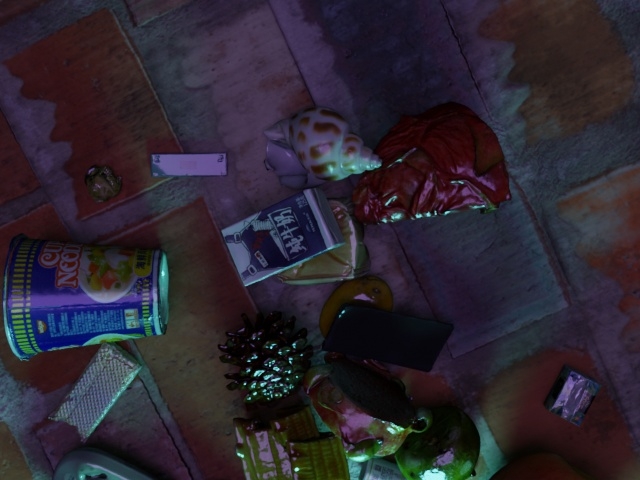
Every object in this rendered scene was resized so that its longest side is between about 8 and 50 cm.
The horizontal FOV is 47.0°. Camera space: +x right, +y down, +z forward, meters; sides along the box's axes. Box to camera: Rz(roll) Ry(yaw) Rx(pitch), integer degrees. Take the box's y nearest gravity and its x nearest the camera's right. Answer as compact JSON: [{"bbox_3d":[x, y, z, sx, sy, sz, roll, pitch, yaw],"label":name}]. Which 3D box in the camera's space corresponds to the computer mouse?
[{"bbox_3d":[-0.478,0.610,1.746,0.331,0.095,0.197,30,106,-6],"label":"computer mouse"}]

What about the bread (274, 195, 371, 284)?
[{"bbox_3d":[-0.002,0.000,1.640,0.210,0.110,0.192,-9,91,15],"label":"bread"}]

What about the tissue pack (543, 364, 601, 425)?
[{"bbox_3d":[0.580,0.358,1.686,0.085,0.079,0.111,26,97,-1],"label":"tissue pack"}]

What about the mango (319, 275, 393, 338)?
[{"bbox_3d":[0.079,0.163,1.673,0.137,0.098,0.195,36,105,-15],"label":"mango"}]

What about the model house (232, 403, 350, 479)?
[{"bbox_3d":[-0.060,0.471,1.663,0.230,0.219,0.199,-11,86,4],"label":"model house"}]

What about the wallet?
[{"bbox_3d":[0.150,0.217,1.645,0.286,0.030,0.146,14,123,-20],"label":"wallet"}]

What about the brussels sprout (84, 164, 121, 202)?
[{"bbox_3d":[-0.503,-0.133,1.683,0.085,0.058,0.085,-1,79,3],"label":"brussels sprout"}]

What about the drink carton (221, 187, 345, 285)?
[{"bbox_3d":[-0.079,-0.008,1.554,0.222,0.102,0.134,-24,89,17],"label":"drink carton"}]

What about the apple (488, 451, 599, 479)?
[{"bbox_3d":[0.509,0.646,1.590,0.364,0.364,0.363,0,96,2],"label":"apple"}]

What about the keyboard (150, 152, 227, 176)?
[{"bbox_3d":[-0.302,-0.174,1.690,0.176,0.014,0.055,-1,97,2],"label":"keyboard"}]

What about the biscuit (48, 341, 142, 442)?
[{"bbox_3d":[-0.529,0.354,1.735,0.108,0.062,0.238,37,95,0],"label":"biscuit"}]

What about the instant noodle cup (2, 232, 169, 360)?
[{"bbox_3d":[-0.500,0.120,1.621,0.313,0.284,0.283,-1,96,-6],"label":"instant noodle cup"}]

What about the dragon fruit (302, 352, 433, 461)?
[{"bbox_3d":[0.096,0.364,1.618,0.295,0.268,0.130,28,109,7],"label":"dragon fruit"}]

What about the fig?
[{"bbox_3d":[0.288,0.500,1.669,0.203,0.203,0.235,-32,116,5],"label":"fig"}]

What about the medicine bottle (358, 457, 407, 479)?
[{"bbox_3d":[0.184,0.571,1.721,0.184,0.086,0.086,20,97,0],"label":"medicine bottle"}]

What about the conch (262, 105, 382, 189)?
[{"bbox_3d":[0.002,-0.198,1.586,0.149,0.275,0.182,-20,125,-31],"label":"conch"}]

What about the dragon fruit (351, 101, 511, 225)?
[{"bbox_3d":[0.232,-0.108,1.574,0.330,0.302,0.240,-29,128,-4],"label":"dragon fruit"}]

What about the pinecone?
[{"bbox_3d":[-0.120,0.258,1.648,0.201,0.203,0.228,40,118,20],"label":"pinecone"}]
